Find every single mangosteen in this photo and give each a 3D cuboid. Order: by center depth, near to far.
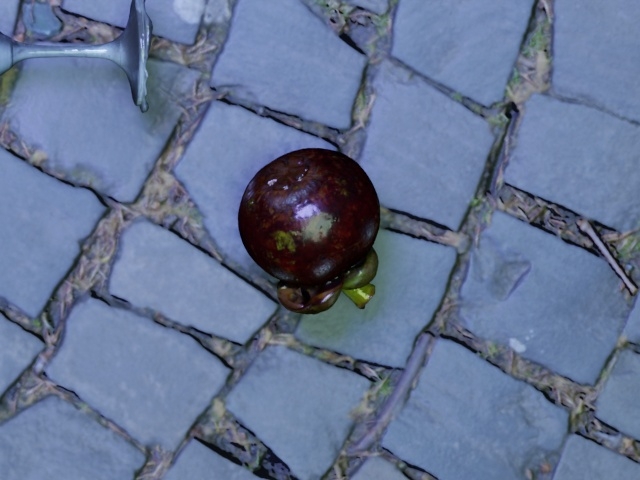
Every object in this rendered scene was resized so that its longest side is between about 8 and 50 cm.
[{"bbox_3d":[-0.009,-0.008,1.932,0.146,0.181,0.156,35,70,30],"label":"mangosteen"}]

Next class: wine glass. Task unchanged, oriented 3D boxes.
[{"bbox_3d":[-0.286,-0.186,1.853,0.232,0.156,0.156,-2,98,-11],"label":"wine glass"}]
